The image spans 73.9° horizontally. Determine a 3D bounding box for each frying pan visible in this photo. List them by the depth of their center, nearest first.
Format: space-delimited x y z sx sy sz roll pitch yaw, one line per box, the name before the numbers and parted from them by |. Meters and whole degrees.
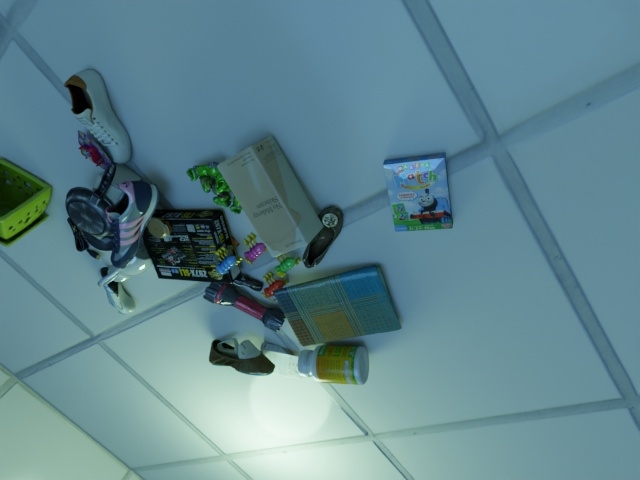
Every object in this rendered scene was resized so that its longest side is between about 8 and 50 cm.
frying pan | -0.710 -0.105 1.381 0.327 0.053 0.197 -18 119 31

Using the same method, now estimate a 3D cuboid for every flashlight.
flashlight | -0.273 0.236 1.563 0.304 0.103 0.103 27 125 2

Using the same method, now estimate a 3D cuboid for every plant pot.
plant pot | -1.158 -0.126 1.556 0.227 0.228 0.207 30 136 -2

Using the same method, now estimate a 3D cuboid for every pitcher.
pitcher | -0.719 0.090 1.572 0.207 0.177 0.125 -33 103 35

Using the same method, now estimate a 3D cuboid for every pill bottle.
pill bottle | 0.046 0.460 1.581 0.246 0.136 0.136 -5 122 22

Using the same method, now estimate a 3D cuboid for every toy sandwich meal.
toy sandwich meal | -0.534 -0.045 1.409 0.086 0.029 0.085 11 123 18

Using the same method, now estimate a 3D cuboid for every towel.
towel | 0.059 0.227 1.433 0.371 0.040 0.271 -14 118 15

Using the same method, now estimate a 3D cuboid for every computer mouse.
computer mouse | -0.866 0.017 1.631 0.262 0.060 0.183 17 129 17

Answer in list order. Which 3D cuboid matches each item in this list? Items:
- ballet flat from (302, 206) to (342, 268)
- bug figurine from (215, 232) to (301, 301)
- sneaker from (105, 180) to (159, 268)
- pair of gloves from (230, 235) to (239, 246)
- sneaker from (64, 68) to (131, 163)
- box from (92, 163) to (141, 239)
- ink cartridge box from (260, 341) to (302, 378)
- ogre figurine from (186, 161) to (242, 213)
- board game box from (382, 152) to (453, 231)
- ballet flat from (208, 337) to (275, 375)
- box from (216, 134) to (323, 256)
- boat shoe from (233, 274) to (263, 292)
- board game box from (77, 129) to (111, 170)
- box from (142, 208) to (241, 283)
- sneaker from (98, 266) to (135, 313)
ballet flat | 0.000 0.000 1.325 0.084 0.058 0.249 28 128 -1
bug figurine | -0.201 0.092 1.404 0.279 0.072 0.216 30 123 -27
sneaker | -0.640 -0.053 1.370 0.112 0.131 0.318 39 108 38
pair of gloves | -0.327 0.011 1.481 0.074 0.010 0.083 41 128 -11
sneaker | -0.681 -0.352 1.285 0.106 0.123 0.289 -1 124 18
box | -0.725 -0.132 1.462 0.094 0.113 0.275 39 129 -10
ink cartridge box | -0.156 0.493 1.746 0.180 0.045 0.145 8 126 3
ogre figurine | -0.300 -0.166 1.295 0.118 0.097 0.196 -26 101 44
board game box | 0.267 -0.125 1.154 0.160 0.039 0.211 -3 121 22
ballet flat | -0.329 0.456 1.718 0.343 0.116 0.123 -1 99 39
box | -0.138 -0.123 1.222 0.148 0.121 0.310 -22 106 33
boat shoe | -0.266 0.147 1.532 0.125 0.046 0.038 28 128 -4
board game box | -0.741 -0.276 1.370 0.133 0.033 0.169 47 151 -12
box | -0.461 0.019 1.484 0.323 0.079 0.256 1 122 21
sneaker | -0.859 0.215 1.766 0.086 0.085 0.237 -13 120 10
